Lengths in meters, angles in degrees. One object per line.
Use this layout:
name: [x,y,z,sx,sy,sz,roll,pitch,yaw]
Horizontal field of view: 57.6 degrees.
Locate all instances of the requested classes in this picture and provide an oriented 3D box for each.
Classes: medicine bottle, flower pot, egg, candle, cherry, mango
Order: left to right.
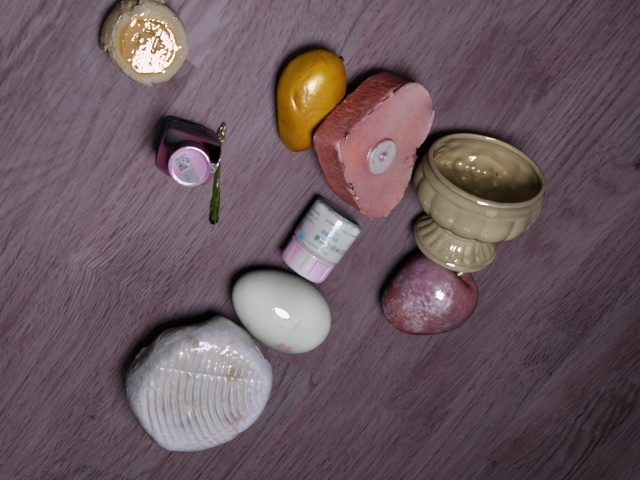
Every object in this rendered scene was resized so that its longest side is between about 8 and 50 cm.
medicine bottle: [-0.262,-0.172,1.157,0.119,0.188,0.095,18,108,-21]
egg: [-0.092,0.165,1.389,0.264,0.183,0.183,33,100,-23]
mango: [-0.028,-0.294,1.237,0.147,0.109,0.228,7,120,-30]
medicine bottle: [0.000,0.000,1.373,0.135,0.135,0.169,30,103,-29]
candle: [0.097,-0.208,1.279,0.287,0.131,0.317,-11,122,-46]
cherry: [0.289,0.135,1.483,0.285,0.213,0.236,-35,137,19]
flower pot: [0.350,-0.083,1.380,0.307,0.308,0.244,-3,135,-19]

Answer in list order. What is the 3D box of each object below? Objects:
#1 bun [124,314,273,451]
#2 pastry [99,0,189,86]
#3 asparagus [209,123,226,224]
bun: [-0.281,0.331,1.393,0.354,0.194,0.355,-6,116,-14]
pastry: [-0.329,-0.376,1.099,0.165,0.088,0.166,-7,115,-17]
asparagus: [-0.226,-0.145,1.285,0.023,0.022,0.233,8,114,-4]
